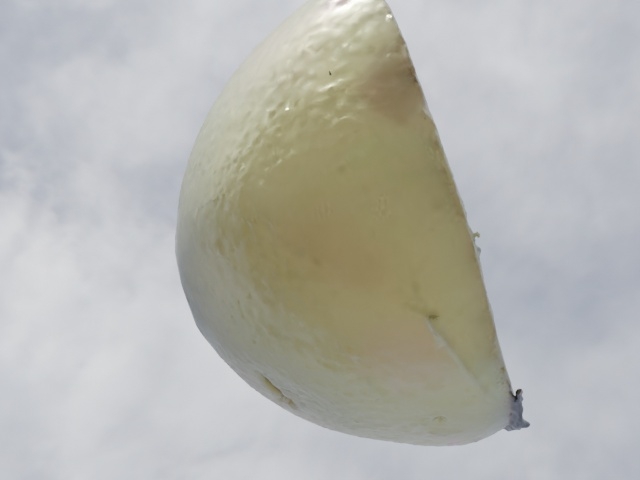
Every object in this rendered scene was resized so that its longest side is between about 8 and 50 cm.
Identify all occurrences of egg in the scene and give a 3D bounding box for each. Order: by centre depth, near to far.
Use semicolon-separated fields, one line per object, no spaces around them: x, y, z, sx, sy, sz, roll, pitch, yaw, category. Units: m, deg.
0.000;0.000;0.878;0.201;0.337;0.337;-20;-94;-2;egg
